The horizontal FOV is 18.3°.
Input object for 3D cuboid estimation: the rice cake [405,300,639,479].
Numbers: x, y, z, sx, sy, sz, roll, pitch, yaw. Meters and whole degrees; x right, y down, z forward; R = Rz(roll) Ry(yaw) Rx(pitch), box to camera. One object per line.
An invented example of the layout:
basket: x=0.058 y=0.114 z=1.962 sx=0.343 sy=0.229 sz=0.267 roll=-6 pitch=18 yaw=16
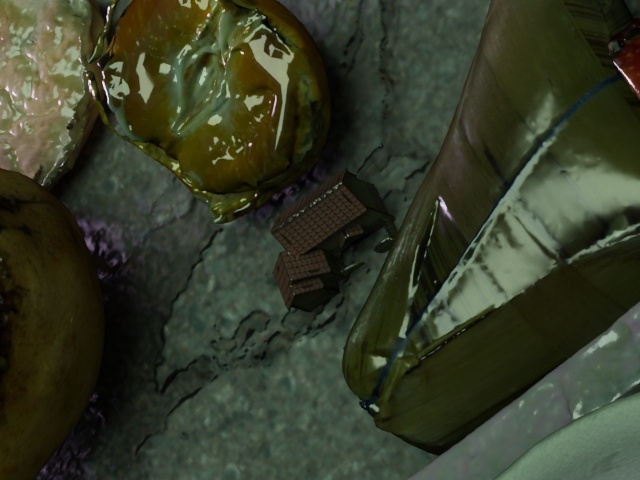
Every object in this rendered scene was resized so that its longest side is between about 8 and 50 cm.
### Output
rice cake: x=0.149 y=0.107 z=1.115 sx=0.298 sy=0.106 sz=0.050 roll=-40 pitch=52 yaw=18

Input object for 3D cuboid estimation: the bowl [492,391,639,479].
bowl: x=0.203 y=0.287 z=0.936 sx=0.435 sy=0.196 sz=0.434 roll=1 pitch=92 yaw=21

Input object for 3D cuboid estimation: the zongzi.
zongzi: x=0.088 y=-0.050 z=1.169 sx=0.260 sy=0.123 sz=0.289 roll=-36 pitch=65 yaw=17

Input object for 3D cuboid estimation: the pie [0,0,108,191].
pie: x=-0.247 y=-0.098 z=1.419 sx=0.218 sy=0.052 sz=0.185 roll=10 pitch=83 yaw=30

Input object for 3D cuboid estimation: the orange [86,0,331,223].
orange: x=-0.063 y=-0.102 z=1.278 sx=0.160 sy=0.112 sz=0.170 roll=-2 pitch=112 yaw=24

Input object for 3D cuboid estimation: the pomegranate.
pomegranate: x=-0.270 y=0.056 z=1.294 sx=0.260 sy=0.260 sz=0.260 roll=-7 pitch=77 yaw=29

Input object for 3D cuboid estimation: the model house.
model house: x=0.000 y=0.000 z=1.250 sx=0.083 sy=0.058 sz=0.057 roll=-33 pitch=66 yaw=21

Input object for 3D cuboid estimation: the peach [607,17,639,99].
peach: x=0.288 y=-0.081 z=1.037 sx=0.279 sy=0.068 sz=0.189 roll=15 pitch=59 yaw=9
